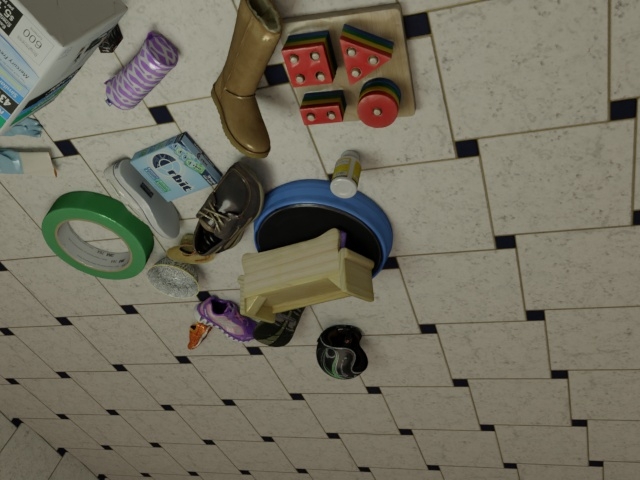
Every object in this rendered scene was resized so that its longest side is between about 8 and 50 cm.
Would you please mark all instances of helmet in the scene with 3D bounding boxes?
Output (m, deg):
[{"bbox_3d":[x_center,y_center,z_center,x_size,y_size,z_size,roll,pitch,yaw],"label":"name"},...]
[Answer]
[{"bbox_3d":[0.070,0.376,2.094,0.170,0.169,0.161,2,122,13],"label":"helmet"}]

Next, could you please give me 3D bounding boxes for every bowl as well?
[{"bbox_3d":[-0.448,0.100,1.985,0.170,0.080,0.170,8,141,7],"label":"bowl"},{"bbox_3d":[0.000,0.000,1.756,0.391,0.077,0.391,8,139,7],"label":"bowl"}]

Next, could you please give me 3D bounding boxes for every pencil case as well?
[{"bbox_3d":[-0.408,-0.379,1.443,0.206,0.086,0.088,-29,101,36],"label":"pencil case"}]

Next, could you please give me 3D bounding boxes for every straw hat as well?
[{"bbox_3d":[-0.384,0.016,1.890,0.145,0.061,0.144,-1,155,0],"label":"straw hat"}]

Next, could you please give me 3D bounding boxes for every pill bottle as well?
[{"bbox_3d":[0.064,-0.162,1.526,0.065,0.116,0.065,8,139,7],"label":"pill bottle"}]

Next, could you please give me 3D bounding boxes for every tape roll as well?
[{"bbox_3d":[-0.672,-0.009,1.929,0.322,0.077,0.321,8,139,7],"label":"tape roll"}]

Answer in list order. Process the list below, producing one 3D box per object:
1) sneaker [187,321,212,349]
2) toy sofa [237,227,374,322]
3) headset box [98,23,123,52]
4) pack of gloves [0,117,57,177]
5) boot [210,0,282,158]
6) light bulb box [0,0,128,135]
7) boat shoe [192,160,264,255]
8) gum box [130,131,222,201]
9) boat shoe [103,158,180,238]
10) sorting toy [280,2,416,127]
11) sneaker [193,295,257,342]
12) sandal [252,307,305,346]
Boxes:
[{"bbox_3d":[-0.440,0.332,2.273,0.067,0.064,0.175,39,131,1],"label":"sneaker"},{"bbox_3d":[-0.042,0.102,1.737,0.363,0.177,0.150,-16,156,30],"label":"toy sofa"},{"bbox_3d":[-0.466,-0.459,1.379,0.032,0.062,0.083,4,137,12],"label":"headset box"},{"bbox_3d":[-0.838,-0.271,1.722,0.232,0.046,0.195,5,127,6],"label":"pack of gloves"},{"bbox_3d":[-0.140,-0.338,1.328,0.236,0.089,0.269,57,142,18],"label":"boot"},{"bbox_3d":[-0.651,-0.456,1.264,0.361,0.225,0.358,-30,110,38],"label":"light bulb box"},{"bbox_3d":[-0.251,-0.062,1.680,0.132,0.130,0.355,40,141,9],"label":"boat shoe"},{"bbox_3d":[-0.378,-0.189,1.673,0.184,0.041,0.157,-16,131,28],"label":"gum box"},{"bbox_3d":[-0.495,-0.104,1.762,0.088,0.096,0.267,-12,132,32],"label":"boat shoe"},{"bbox_3d":[0.057,-0.344,1.345,0.256,0.089,0.257,-2,136,17],"label":"sorting toy"},{"bbox_3d":[-0.300,0.257,2.120,0.236,0.095,0.104,28,129,-15],"label":"sneaker"},{"bbox_3d":[-0.117,0.238,2.058,0.120,0.086,0.302,29,122,-8],"label":"sandal"}]
